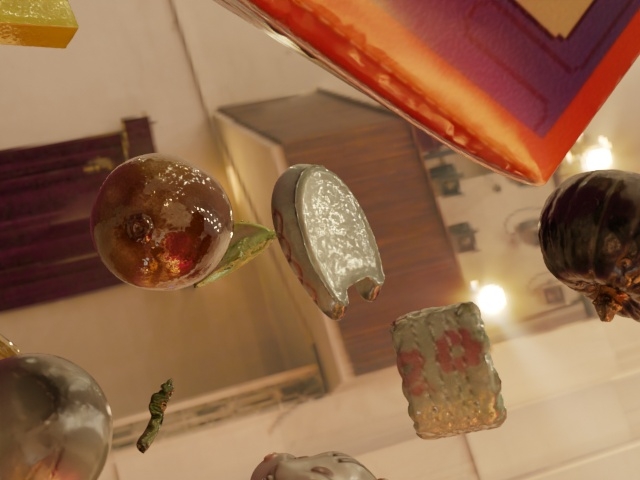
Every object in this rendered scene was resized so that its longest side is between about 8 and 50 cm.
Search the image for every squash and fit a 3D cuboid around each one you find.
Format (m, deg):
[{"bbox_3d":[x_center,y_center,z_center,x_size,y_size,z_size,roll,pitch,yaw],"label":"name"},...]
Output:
[{"bbox_3d":[0.325,0.007,1.013,0.193,0.193,0.156,-147,-112,-68],"label":"squash"}]

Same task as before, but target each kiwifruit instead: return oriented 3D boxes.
[{"bbox_3d":[-0.223,-0.024,1.347,0.234,0.195,0.196,-54,133,-79],"label":"kiwifruit"}]

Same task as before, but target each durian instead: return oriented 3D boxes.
[{"bbox_3d":[-0.147,0.021,1.730,0.100,0.215,0.086,31,-31,56],"label":"durian"}]

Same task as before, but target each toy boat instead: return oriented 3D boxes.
[{"bbox_3d":[0.000,0.000,1.259,0.078,0.134,0.208,-23,-87,48],"label":"toy boat"}]

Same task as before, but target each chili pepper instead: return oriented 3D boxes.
[{"bbox_3d":[-0.172,0.184,1.010,0.027,0.022,0.083,56,44,-47],"label":"chili pepper"}]

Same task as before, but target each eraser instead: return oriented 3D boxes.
[{"bbox_3d":[-0.350,-0.269,1.091,0.045,0.122,0.097,-39,-109,40],"label":"eraser"}]

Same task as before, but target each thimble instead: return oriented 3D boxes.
[{"bbox_3d":[0.196,0.193,1.478,0.185,0.149,0.211,-83,158,-67],"label":"thimble"}]

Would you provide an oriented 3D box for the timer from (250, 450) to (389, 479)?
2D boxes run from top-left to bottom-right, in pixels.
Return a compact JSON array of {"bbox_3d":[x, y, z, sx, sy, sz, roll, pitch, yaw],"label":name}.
[{"bbox_3d":[-0.065,0.312,0.841,0.291,0.315,0.291,41,-18,17],"label":"timer"}]

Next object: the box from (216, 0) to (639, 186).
[{"bbox_3d":[-0.005,-0.245,0.504,0.257,0.318,0.349,-56,-145,8],"label":"box"}]

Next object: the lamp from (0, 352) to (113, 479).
[{"bbox_3d":[-0.183,0.123,0.600,0.105,0.105,0.105,167,-90,-75],"label":"lamp"}]

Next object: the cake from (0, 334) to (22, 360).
[{"bbox_3d":[-0.438,0.251,1.074,0.321,0.332,0.332,51,-3,-26],"label":"cake"}]
